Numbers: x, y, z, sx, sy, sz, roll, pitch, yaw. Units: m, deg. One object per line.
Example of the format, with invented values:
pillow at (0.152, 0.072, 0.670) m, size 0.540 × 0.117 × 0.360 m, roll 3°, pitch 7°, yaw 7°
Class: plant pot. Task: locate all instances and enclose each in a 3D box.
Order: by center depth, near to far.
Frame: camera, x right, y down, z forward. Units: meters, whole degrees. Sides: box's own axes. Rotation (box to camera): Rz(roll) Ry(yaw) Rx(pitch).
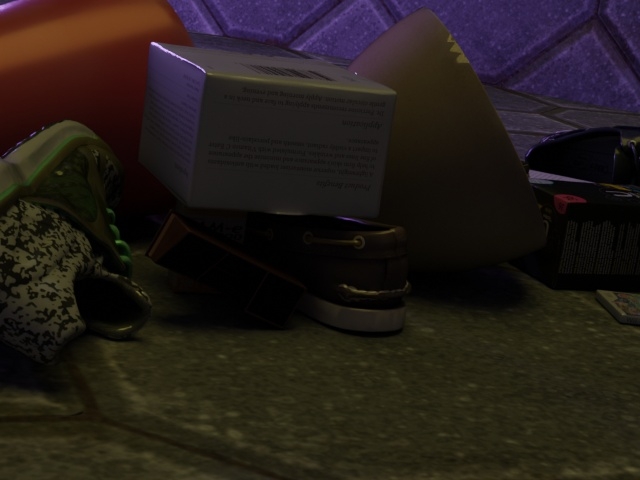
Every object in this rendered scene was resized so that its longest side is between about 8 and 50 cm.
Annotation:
plant pot at (-0.293, -0.131, 1.257) m, size 0.243 × 0.275 × 0.275 m, roll -18°, pitch 28°, yaw -40°
plant pot at (0.087, -0.076, 1.277) m, size 0.191 × 0.284 × 0.284 m, roll -27°, pitch 16°, yaw 2°

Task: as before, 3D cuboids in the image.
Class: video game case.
video game case at (0.359, 0.075, 1.266) m, size 0.122 × 0.011 × 0.087 m, roll 6°, pitch 14°, yaw -6°

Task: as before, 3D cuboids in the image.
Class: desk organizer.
desk organizer at (-0.079, 0.026, 1.036) m, size 0.130 × 0.047 × 0.050 m, roll 27°, pitch 7°, yaw -31°

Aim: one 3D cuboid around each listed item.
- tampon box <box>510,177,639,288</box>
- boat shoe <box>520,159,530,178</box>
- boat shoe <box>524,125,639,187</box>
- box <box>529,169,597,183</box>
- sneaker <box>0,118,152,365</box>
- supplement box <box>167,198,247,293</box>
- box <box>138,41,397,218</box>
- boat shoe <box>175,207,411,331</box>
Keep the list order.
tampon box at (0.312, -0.008, 1.381) m, size 0.161 × 0.101 × 0.120 m, roll 2°, pitch 15°, yaw -22°
boat shoe at (0.177, -0.124, 1.595) m, size 0.223 × 0.073 × 0.080 m, roll 18°, pitch 18°, yaw 39°
boat shoe at (0.459, -0.113, 1.836) m, size 0.113 × 0.127 × 0.340 m, roll -7°, pitch 19°, yaw -44°
box at (0.300, -0.047, 1.629) m, size 0.322 × 0.058 × 0.232 m, roll 15°, pitch 16°, yaw 20°
sneaker at (-0.219, 0.019, 1.002) m, size 0.182 × 0.158 × 0.410 m, roll 40°, pitch 13°, yaw -1°
supplement box at (-0.104, -0.002, 1.119) m, size 0.062 × 0.098 × 0.036 m, roll 3°, pitch 15°, yaw -18°
box at (-0.054, -0.101, 1.091) m, size 0.181 × 0.119 × 0.182 m, roll 3°, pitch 15°, yaw -25°
boat shoe at (-0.036, -0.006, 1.178) m, size 0.116 × 0.097 × 0.324 m, roll -4°, pitch 19°, yaw -40°
